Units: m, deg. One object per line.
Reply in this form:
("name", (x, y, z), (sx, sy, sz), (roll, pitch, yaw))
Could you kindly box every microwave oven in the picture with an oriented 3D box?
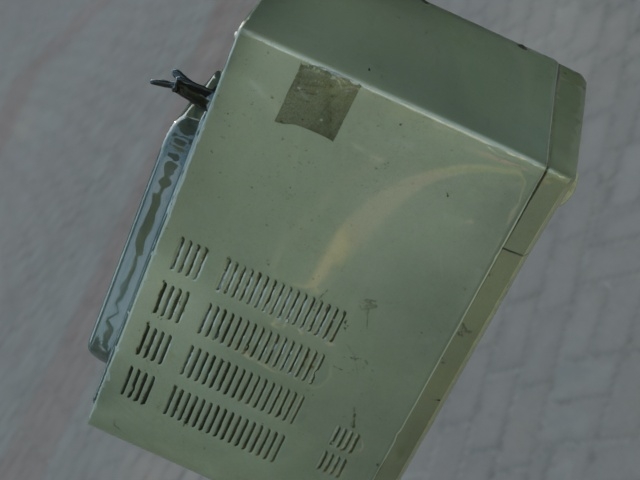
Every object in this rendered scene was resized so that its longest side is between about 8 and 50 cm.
("microwave oven", (0.000, 0.000, 0.686), (0.240, 0.194, 0.145), (-65, -2, 31))
